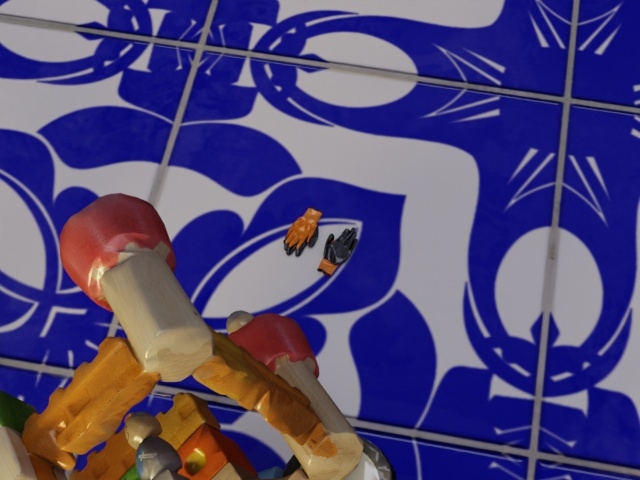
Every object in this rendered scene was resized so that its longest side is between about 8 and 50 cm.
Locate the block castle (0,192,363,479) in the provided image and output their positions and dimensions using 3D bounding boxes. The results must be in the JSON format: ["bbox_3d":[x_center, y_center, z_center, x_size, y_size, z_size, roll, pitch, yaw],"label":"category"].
[{"bbox_3d":[-0.216,0.205,0.946,0.453,0.303,0.213,-45,44,4],"label":"block castle"}]

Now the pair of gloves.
[{"bbox_3d":[0.000,0.000,1.386,0.083,0.010,0.074,28,63,15],"label":"pair of gloves"}]

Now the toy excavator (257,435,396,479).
[{"bbox_3d":[-0.079,0.449,1.038,0.445,0.222,0.432,-21,62,4],"label":"toy excavator"}]
